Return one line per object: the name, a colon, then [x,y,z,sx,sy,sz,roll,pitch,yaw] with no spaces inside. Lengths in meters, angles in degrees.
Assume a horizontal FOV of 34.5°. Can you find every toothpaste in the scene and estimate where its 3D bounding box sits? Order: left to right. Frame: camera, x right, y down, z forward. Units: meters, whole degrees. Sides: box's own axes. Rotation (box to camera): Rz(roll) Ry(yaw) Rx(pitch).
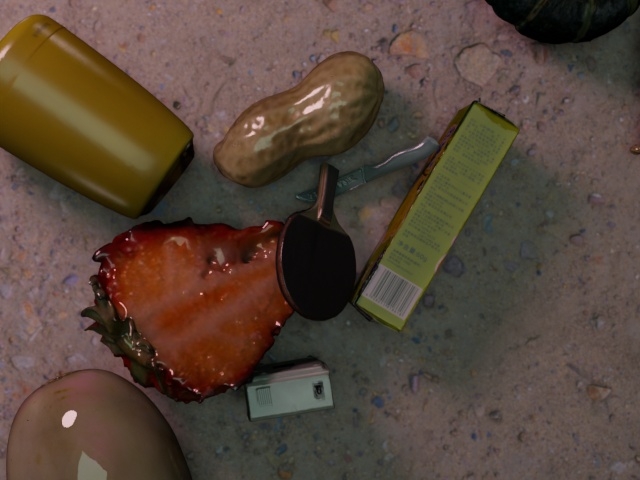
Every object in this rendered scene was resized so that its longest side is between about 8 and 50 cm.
toothpaste: [0.148,-0.031,1.399,0.077,0.110,0.327,31,87,-2]

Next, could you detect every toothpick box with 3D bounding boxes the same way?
toothpick box: [-0.300,-0.149,1.333,0.271,0.175,0.175,35,87,-7]

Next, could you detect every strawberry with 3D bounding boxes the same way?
strawberry: [-0.171,0.079,1.359,0.253,0.150,0.280,33,55,5]

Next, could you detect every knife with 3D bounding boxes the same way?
knife: [0.065,-0.092,1.414,0.210,0.015,0.028,-23,108,13]

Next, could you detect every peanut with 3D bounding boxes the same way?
peanut: [-0.022,-0.155,1.381,0.257,0.123,0.123,-34,92,-4]

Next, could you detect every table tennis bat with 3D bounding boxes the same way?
table tennis bat: [0.000,0.000,1.364,0.130,0.019,0.220,24,62,-35]

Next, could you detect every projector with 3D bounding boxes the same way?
projector: [-0.045,0.193,1.363,0.115,0.147,0.061,-10,89,-5]

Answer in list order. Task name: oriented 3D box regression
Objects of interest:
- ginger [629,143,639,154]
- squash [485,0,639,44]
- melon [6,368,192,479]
ginger: [0.528,-0.232,1.426,0.219,0.123,0.270,45,86,-6]
squash: [0.330,-0.390,1.391,0.252,0.165,0.252,0,86,-4]
melon: [-0.275,0.320,1.304,0.223,0.223,0.317,-22,93,-5]
